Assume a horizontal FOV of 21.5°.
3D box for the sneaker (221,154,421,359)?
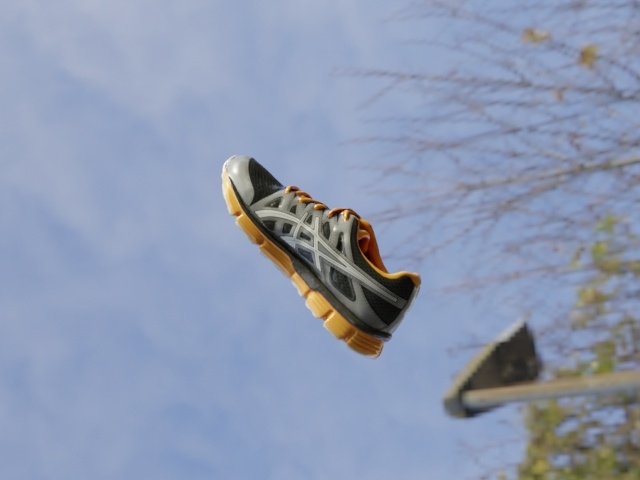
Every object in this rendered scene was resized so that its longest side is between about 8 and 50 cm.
[{"bbox_3d":[0.000,0.000,1.415,0.215,0.083,0.084,47,-169,17],"label":"sneaker"}]
